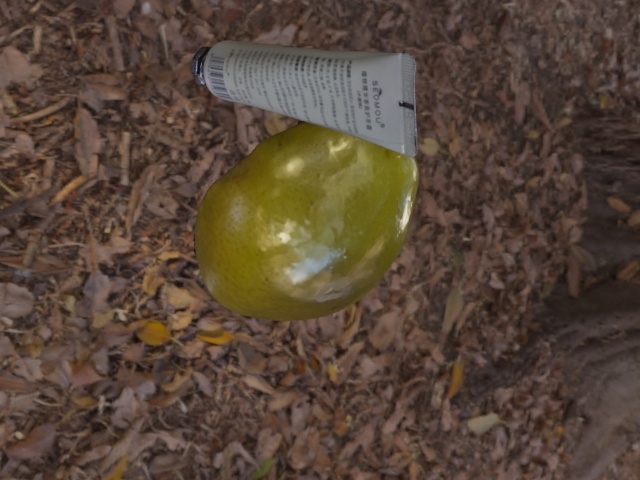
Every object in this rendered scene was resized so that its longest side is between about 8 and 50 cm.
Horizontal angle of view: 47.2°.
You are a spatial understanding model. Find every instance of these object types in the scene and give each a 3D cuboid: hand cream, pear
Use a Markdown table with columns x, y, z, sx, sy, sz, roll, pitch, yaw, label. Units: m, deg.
| x | y | z | sx | sy | sz | roll | pitch | yaw | label |
| --- | --- | --- | --- | --- | --- | --- | --- | --- | --- |
| -0.018 | -0.127 | 0.593 | 0.050 | 0.234 | 0.080 | -35 | 131 | -36 | hand cream |
| 0.000 | 0.000 | 1.122 | 0.340 | 0.386 | 0.191 | 14 | 40 | -45 | pear |
